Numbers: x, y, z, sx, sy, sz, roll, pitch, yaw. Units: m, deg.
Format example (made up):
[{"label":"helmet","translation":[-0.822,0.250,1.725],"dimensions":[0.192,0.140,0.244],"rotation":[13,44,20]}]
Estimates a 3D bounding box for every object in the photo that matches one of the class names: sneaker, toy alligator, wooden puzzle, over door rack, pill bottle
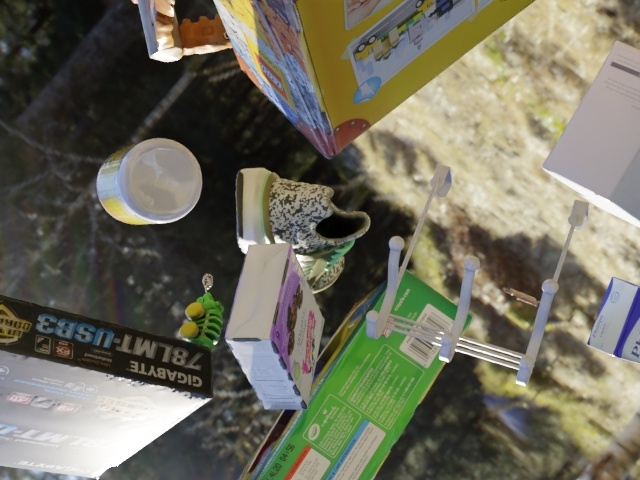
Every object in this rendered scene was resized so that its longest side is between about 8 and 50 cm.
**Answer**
[{"label":"sneaker","translation":[0.000,0.000,1.631],"dimensions":[0.182,0.158,0.410],"rotation":[1,166,18]},{"label":"toy alligator","translation":[-0.170,0.115,1.490],"dimensions":[0.051,0.189,0.056],"rotation":[-10,130,20]},{"label":"wooden puzzle","translation":[0.374,0.104,1.809],"dimensions":[0.083,0.006,0.049],"rotation":[22,-170,2]},{"label":"over door rack","translation":[0.227,0.025,1.396],"dimensions":[0.240,0.324,0.108],"rotation":[17,146,17]},{"label":"pill bottle","translation":[-0.254,-0.082,1.417],"dimensions":[0.117,0.117,0.215],"rotation":[42,164,-19]}]

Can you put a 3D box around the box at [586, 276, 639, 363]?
[{"label":"box","translation":[0.536,0.141,1.640],"dimensions":[0.137,0.126,0.072],"rotation":[16,-174,-27]}]

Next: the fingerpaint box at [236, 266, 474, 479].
[{"label":"fingerpaint box","translation":[0.040,0.294,1.730],"dimensions":[0.163,0.444,0.371],"rotation":[35,164,0]}]

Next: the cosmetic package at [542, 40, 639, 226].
[{"label":"cosmetic package","translation":[0.499,-0.152,1.539],"dimensions":[0.138,0.224,0.224],"rotation":[36,-170,39]}]

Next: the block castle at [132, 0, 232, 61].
[{"label":"block castle","translation":[-0.064,-0.439,1.446],"dimensions":[0.303,0.453,0.212],"rotation":[125,133,-75]}]

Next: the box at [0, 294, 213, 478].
[{"label":"box","translation":[-0.320,0.177,1.110],"dimensions":[0.296,0.293,0.073],"rotation":[19,-132,-33]}]

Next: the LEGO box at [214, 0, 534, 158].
[{"label":"LEGO box","translation":[0.120,-0.379,1.085],"dimensions":[0.193,0.500,0.372],"rotation":[48,171,24]}]

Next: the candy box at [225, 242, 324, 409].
[{"label":"candy box","translation":[-0.061,0.126,1.414],"dimensions":[0.070,0.164,0.196],"rotation":[-2,141,17]}]
